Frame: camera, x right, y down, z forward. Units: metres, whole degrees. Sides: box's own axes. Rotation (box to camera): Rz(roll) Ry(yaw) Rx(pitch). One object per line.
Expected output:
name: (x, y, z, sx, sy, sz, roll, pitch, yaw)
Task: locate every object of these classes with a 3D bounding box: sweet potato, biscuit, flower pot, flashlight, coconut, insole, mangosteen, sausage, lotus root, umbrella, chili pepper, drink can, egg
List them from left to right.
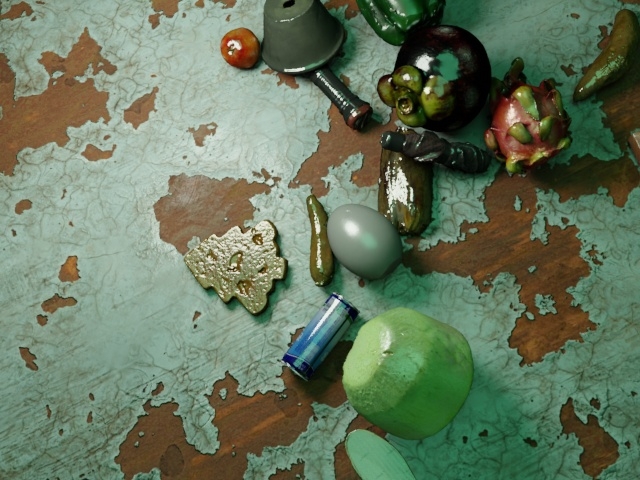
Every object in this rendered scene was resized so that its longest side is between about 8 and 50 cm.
biscuit: (-0.240, 0.063, 1.819, 0.301, 0.043, 0.278, 9, 78, 9)
flower pot: (-0.072, -0.642, 1.907, 0.269, 0.166, 0.269, -6, 60, 11)
sweet potato: (0.000, 0.000, 1.801, 0.075, 0.075, 0.273, -6, 71, 4)
drink can: (0.001, 0.255, 1.715, 0.097, 0.097, 0.235, 35, 80, 14)
flashlight: (0.056, -0.432, 1.914, 0.093, 0.093, 0.232, -39, 69, -6)
egg: (0.114, -0.002, 1.735, 0.176, 0.176, 0.232, -44, 65, -7)
insole: (0.194, 0.624, 1.636, 0.119, 0.009, 0.348, -40, 74, -7)
chili pepper: (0.242, -0.725, 1.902, 0.248, 0.233, 0.256, -28, 80, 2)
lotus root: (0.244, -0.179, 1.823, 0.167, 0.078, 0.329, -1, 74, 3)
coconut: (0.227, 0.329, 1.587, 0.328, 0.281, 0.328, 16, 63, -35)
mangosteen: (0.312, -0.440, 1.781, 0.313, 0.297, 0.297, -17, 73, 4)
umbrella: (0.320, -0.251, 1.782, 0.326, 0.090, 0.094, 12, 87, -16)
sweet potato: (0.849, -0.528, 1.857, 0.114, 0.092, 0.341, 23, 76, 37)
sausage: (0.914, -0.222, 1.776, 0.065, 0.065, 0.169, -16, 74, 1)

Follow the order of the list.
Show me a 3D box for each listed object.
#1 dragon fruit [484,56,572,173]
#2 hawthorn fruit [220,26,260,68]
dragon fruit: (0.562, -0.338, 1.778, 0.227, 0.243, 0.307, -19, 34, 19)
hawthorn fruit: (-0.250, -0.580, 1.960, 0.125, 0.125, 0.140, 17, 57, 10)
